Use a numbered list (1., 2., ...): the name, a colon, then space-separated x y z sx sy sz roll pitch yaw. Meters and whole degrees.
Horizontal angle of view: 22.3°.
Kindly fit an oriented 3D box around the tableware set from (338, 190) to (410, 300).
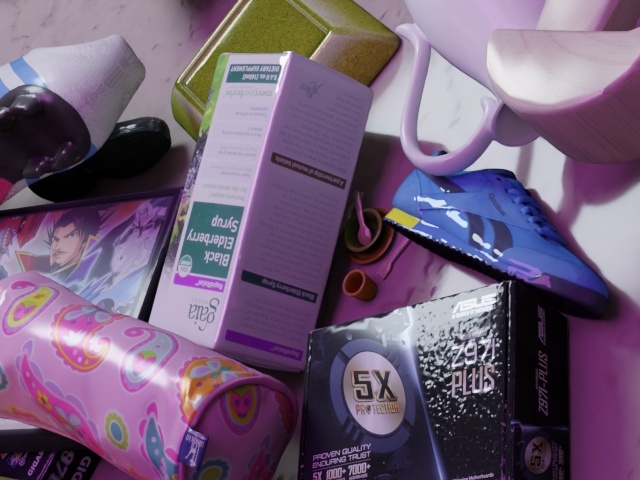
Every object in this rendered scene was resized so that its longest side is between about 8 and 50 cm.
1. tableware set: 0.000 0.000 1.307 0.104 0.024 0.154 -55 44 3

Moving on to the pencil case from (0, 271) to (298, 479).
1. pencil case: -0.150 0.115 1.215 0.284 0.124 0.124 21 82 39

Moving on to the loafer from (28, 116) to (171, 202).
1. loafer: -0.206 -0.090 1.513 0.170 0.062 0.061 -16 53 33

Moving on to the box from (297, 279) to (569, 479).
1. box: 0.078 0.124 1.131 0.180 0.077 0.147 -16 57 35

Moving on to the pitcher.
1. pitcher: 0.115 -0.158 1.215 0.178 0.125 0.207 -28 57 6

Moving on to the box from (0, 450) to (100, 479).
1. box: -0.303 0.237 1.423 0.175 0.051 0.220 24 84 46

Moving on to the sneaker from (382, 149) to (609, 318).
1. sneaker: 0.133 -0.012 1.165 0.209 0.069 0.082 29 84 46

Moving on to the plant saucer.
1. plant saucer: -0.047 -0.149 1.416 0.188 0.045 0.188 -51 44 6

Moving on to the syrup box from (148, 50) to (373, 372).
1. syrup box: -0.047 -0.022 1.277 0.093 0.096 0.236 7 80 50

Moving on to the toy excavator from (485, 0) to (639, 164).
1. toy excavator: 0.313 -0.295 1.052 0.445 0.222 0.433 -21 53 32

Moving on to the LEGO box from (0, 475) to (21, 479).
1. LEGO box: -0.371 0.358 1.256 0.500 0.193 0.372 1 82 41

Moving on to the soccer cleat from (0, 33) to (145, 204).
1. soccer cleat: -0.285 -0.104 1.493 0.331 0.116 0.143 -11 30 44

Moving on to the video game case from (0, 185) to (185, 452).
1. video game case: -0.256 0.072 1.430 0.275 0.035 0.248 -6 51 32
